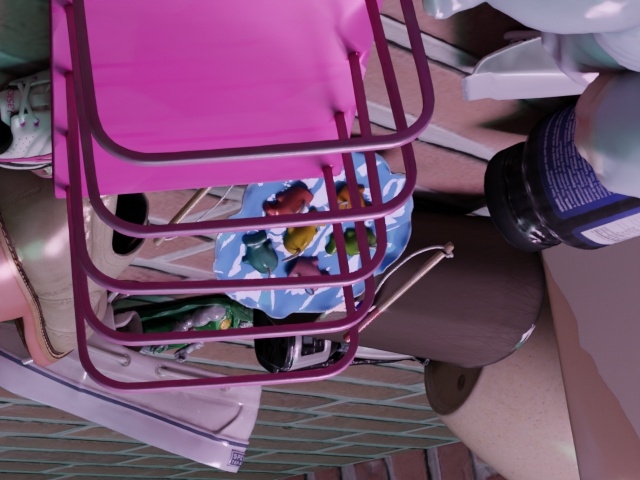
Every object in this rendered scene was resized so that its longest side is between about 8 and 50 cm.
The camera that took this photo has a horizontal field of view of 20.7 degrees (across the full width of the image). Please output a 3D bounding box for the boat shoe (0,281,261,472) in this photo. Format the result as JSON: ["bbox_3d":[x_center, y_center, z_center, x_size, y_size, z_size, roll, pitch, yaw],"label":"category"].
[{"bbox_3d":[-0.233,0.116,1.894,0.367,0.156,0.136,20,175,11],"label":"boat shoe"}]

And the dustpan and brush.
[{"bbox_3d":[0.207,-0.141,1.265,0.211,0.060,0.147,-2,177,5],"label":"dustpan and brush"}]

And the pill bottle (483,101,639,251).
[{"bbox_3d":[0.245,-0.062,1.437,0.123,0.123,0.219,6,161,-43],"label":"pill bottle"}]

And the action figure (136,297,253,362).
[{"bbox_3d":[-0.174,0.106,2.029,0.232,0.063,0.137,-15,162,13],"label":"action figure"}]

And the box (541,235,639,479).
[{"bbox_3d":[0.304,0.093,1.698,0.121,0.311,0.148,-14,164,23],"label":"box"}]

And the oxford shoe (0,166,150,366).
[{"bbox_3d":[-0.205,0.014,1.486,0.146,0.140,0.397,-22,173,-3],"label":"oxford shoe"}]

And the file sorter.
[{"bbox_3d":[-0.055,-0.049,1.065,0.202,0.182,0.290,-5,150,-11],"label":"file sorter"}]

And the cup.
[{"bbox_3d":[0.254,0.133,1.914,0.237,0.331,0.331,15,159,-18],"label":"cup"}]

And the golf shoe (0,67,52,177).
[{"bbox_3d":[-0.179,-0.087,1.222,0.086,0.067,0.186,7,160,-45],"label":"golf shoe"}]

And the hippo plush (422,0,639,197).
[{"bbox_3d":[0.145,-0.127,0.860,0.236,0.294,0.234,11,136,-33],"label":"hippo plush"}]

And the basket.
[{"bbox_3d":[0.065,0.037,1.697,0.227,0.154,0.204,9,175,-37],"label":"basket"}]

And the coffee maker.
[{"bbox_3d":[0.017,0.094,1.948,0.178,0.120,0.171,-2,166,-19],"label":"coffee maker"}]

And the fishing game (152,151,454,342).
[{"bbox_3d":[0.000,0.000,1.501,0.189,0.041,0.264,-42,134,14],"label":"fishing game"}]
